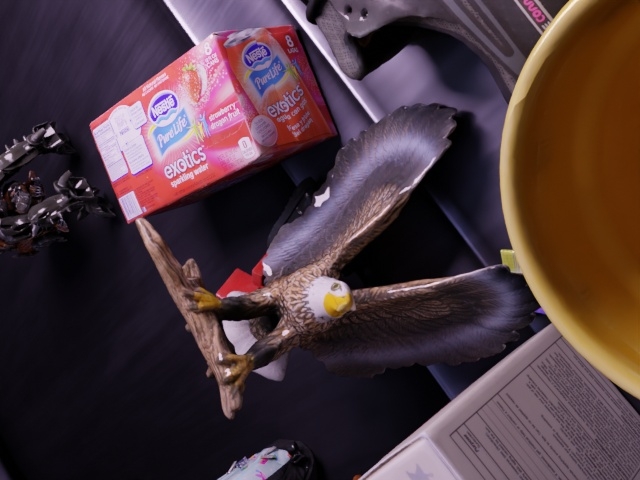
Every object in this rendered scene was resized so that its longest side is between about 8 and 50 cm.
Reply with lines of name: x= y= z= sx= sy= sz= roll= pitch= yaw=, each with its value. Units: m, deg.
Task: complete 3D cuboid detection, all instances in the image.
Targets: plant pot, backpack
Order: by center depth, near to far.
plant pot: x=0.267 y=-0.051 z=0.419 sx=0.253 sy=0.239 sz=0.254 roll=17 pitch=117 yaw=37
backpack: x=-0.082 y=0.345 z=0.932 sx=0.115 sy=0.182 sz=0.152 roll=-11 pitch=99 yaw=44

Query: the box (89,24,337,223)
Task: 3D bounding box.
box: x=-0.124 y=-0.121 z=0.828 sx=0.256 sy=0.122 sz=0.128 roll=-20 pitch=93 yaw=44

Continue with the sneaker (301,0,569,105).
sneaker: x=0.015 y=-0.244 z=0.614 sx=0.482 sy=0.185 sz=0.202 roll=34 pitch=123 yaw=29

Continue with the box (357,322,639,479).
box: x=0.155 y=0.192 z=0.621 sx=0.149 sy=0.232 sz=0.127 roll=52 pitch=132 yaw=14

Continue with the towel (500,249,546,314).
towel: x=0.199 y=0.040 z=0.677 sx=0.083 sy=0.009 sz=0.060 roll=12 pitch=114 yaw=39

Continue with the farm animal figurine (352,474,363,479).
farm animal figurine: x=0.056 y=0.381 z=0.721 sx=0.172 sy=0.330 sz=0.327 roll=-15 pitch=95 yaw=40

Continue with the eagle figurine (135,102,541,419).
eagle figurine: x=0.021 y=0.038 z=0.699 sx=0.225 sy=0.298 sz=0.226 roll=49 pitch=161 yaw=51

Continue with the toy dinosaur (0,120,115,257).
toy dinosaur: x=-0.426 y=-0.041 z=1.058 sx=0.164 sy=0.218 sz=0.322 roll=57 pitch=178 yaw=-11

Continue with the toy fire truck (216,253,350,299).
toy fire truck: x=-0.030 y=0.074 z=0.858 sx=0.192 sy=0.047 sz=0.135 roll=29 pitch=149 yaw=14

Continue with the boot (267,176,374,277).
boot: x=0.000 y=0.000 z=0.822 sx=0.099 sy=0.045 sz=0.121 roll=43 pitch=131 yaw=16
